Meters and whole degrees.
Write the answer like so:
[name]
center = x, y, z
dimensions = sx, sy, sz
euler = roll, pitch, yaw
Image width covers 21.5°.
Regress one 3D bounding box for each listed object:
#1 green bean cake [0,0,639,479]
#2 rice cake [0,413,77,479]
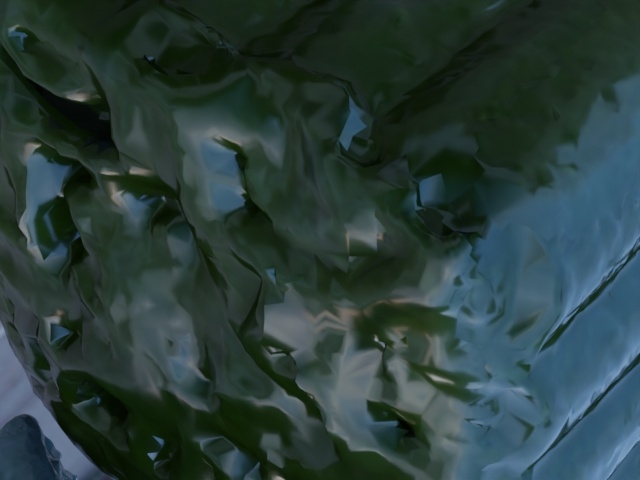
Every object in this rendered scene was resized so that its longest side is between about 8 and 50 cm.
[green bean cake]
center = 0.000, 0.000, 0.550
dimensions = 0.156, 0.250, 0.247
euler = -42, 146, -33
[rice cake]
center = -0.060, 0.186, 0.518
dimensions = 0.066, 0.336, 0.063
euler = -34, 133, 1
